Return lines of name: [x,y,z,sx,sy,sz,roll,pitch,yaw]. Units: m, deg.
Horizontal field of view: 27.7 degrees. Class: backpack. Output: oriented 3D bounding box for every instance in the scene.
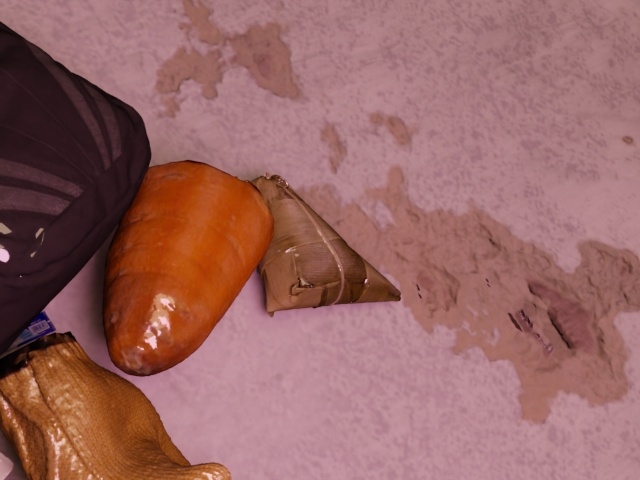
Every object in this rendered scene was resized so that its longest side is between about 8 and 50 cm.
backpack: [-0.408,-0.094,1.194,0.445,0.255,0.363,38,41,-4]

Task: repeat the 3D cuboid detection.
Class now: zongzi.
zongzi: [0.000,0.000,1.450,0.176,0.078,0.160,-4,69,-36]

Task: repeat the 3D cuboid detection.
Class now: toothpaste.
toothpaste: [-0.305,0.098,1.304,0.083,0.015,0.024,-30,81,-37]

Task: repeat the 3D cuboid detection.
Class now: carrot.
carrot: [-0.142,0.043,1.285,0.159,0.159,0.225,26,45,-12]

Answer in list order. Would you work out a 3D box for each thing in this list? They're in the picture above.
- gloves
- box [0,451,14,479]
gloves: [-0.175,0.238,1.210,0.356,0.203,0.155,41,80,3]
box: [-0.430,0.189,1.174,0.259,0.071,0.168,41,58,-3]
